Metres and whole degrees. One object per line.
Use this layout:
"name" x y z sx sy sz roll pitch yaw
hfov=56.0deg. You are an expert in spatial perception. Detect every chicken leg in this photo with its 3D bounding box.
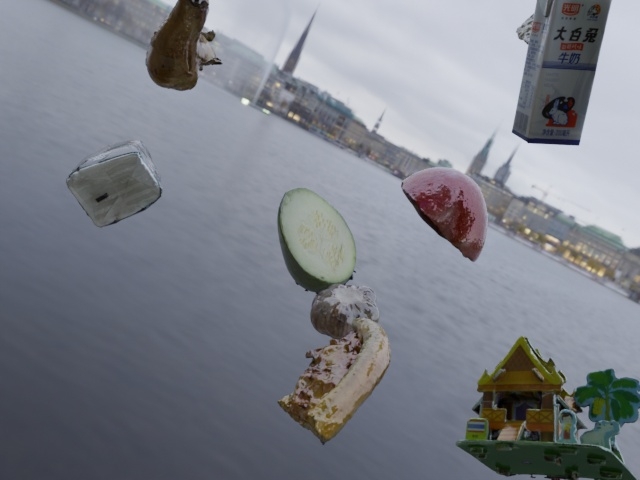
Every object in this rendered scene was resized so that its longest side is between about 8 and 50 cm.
"chicken leg" -0.177 -0.283 0.815 0.101 0.207 0.085 -8 67 -29

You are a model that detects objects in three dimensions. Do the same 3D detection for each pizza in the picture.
"pizza" 0.025 0.170 0.782 0.134 0.056 0.271 -14 14 31

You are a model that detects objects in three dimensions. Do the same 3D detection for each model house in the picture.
"model house" 0.525 0.363 1.370 0.357 0.313 0.242 -13 -38 40

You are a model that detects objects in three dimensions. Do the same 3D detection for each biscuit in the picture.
"biscuit" 0.553 -0.541 1.451 0.040 0.266 0.188 37 -26 -17

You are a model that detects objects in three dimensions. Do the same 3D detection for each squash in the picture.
"squash" 0.000 0.000 1.350 0.189 0.189 0.261 29 -22 11

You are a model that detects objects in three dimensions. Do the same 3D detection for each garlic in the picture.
"garlic" 0.050 0.155 1.260 0.147 0.102 0.159 20 28 18

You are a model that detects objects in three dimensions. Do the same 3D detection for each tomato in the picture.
"tomato" 0.373 -0.098 1.675 0.309 0.170 0.309 41 11 -10

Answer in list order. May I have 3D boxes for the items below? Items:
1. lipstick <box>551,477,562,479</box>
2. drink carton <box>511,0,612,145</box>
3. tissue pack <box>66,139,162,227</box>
"lipstick" 0.567 0.529 1.534 0.027 0.027 0.177 15 51 -55
"drink carton" 0.521 -0.375 1.319 0.130 0.315 0.107 1 23 -6
"tissue pack" -0.279 -0.085 0.831 0.091 0.103 0.170 69 -10 -21
